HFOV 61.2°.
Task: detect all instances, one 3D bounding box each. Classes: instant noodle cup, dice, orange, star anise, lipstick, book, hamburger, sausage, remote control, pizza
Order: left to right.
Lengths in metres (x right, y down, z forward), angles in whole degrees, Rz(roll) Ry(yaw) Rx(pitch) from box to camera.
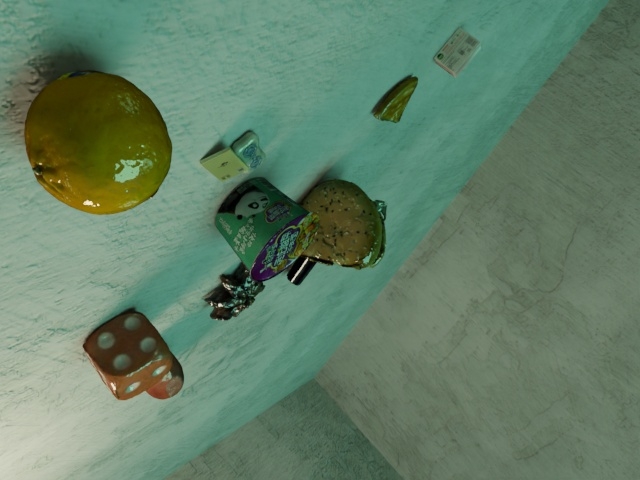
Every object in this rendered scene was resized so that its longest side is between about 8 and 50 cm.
[{"bbox_3d":[-0.337,-0.145,0.823,0.219,0.219,0.193,-58,-177,34],"label":"orange"},{"bbox_3d":[-0.520,0.316,1.469,0.179,0.174,0.175,-34,159,-33],"label":"dice"},{"bbox_3d":[-0.524,0.439,1.777,0.148,0.148,0.254,-37,162,-22],"label":"sausage"},{"bbox_3d":[-0.224,-0.178,1.268,0.077,0.014,0.111,-25,159,8],"label":"book"},{"bbox_3d":[-0.271,0.182,1.823,0.236,0.109,0.223,-52,164,13],"label":"star anise"},{"bbox_3d":[-0.173,-0.212,1.318,0.074,0.032,0.122,-42,162,-9],"label":"remote control"},{"bbox_3d":[-0.153,-0.040,1.471,0.251,0.190,0.251,-40,161,-17],"label":"instant noodle cup"},{"bbox_3d":[0.000,0.000,2.048,0.077,0.077,0.418,-12,140,-58],"label":"lipstick"},{"bbox_3d":[0.063,-0.051,1.758,0.195,0.317,0.277,18,83,-67],"label":"hamburger"},{"bbox_3d":[0.247,-0.436,1.725,0.185,0.036,0.176,-48,163,3],"label":"pizza"}]

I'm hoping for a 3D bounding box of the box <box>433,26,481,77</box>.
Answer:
[{"bbox_3d":[0.432,-0.591,1.706,0.125,0.089,0.043,-48,161,11],"label":"box"}]
